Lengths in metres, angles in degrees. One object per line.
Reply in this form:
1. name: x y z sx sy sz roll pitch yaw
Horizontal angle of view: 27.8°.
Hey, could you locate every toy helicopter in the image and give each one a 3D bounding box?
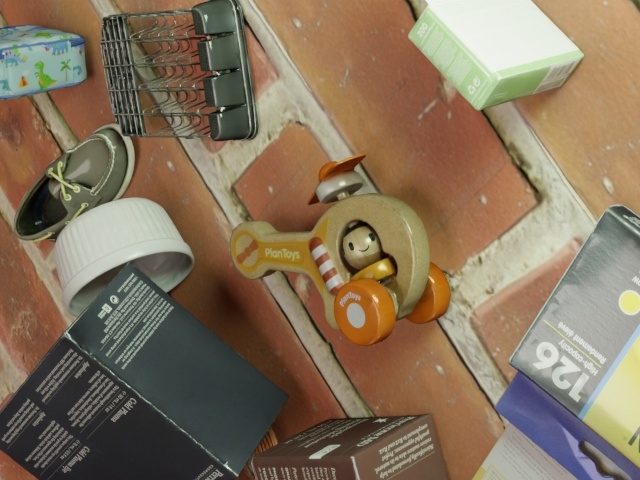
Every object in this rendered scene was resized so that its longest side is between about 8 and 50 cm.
1. toy helicopter: 0.000 0.000 1.714 0.355 0.140 0.235 3 104 46

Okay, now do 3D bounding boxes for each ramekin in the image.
1. ramekin: -0.307 0.023 1.969 0.207 0.207 0.109 -45 64 43

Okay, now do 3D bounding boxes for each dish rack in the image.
1. dish rack: -0.216 -0.243 1.879 0.271 0.074 0.208 5 107 45

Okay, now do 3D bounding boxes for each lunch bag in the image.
1. lunch bag: -0.492 -0.280 2.020 0.176 0.219 0.090 15 114 40

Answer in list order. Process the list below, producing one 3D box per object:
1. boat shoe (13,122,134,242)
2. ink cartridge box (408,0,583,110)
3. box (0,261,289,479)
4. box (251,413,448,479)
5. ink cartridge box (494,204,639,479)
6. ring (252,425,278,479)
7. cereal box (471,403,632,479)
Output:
1. boat shoe: -0.402 -0.085 2.095 0.305 0.091 0.109 -40 77 44
2. ink cartridge box: 0.161 -0.257 1.437 0.235 0.171 0.056 50 133 19
3. box: -0.279 0.261 1.924 0.312 0.179 0.343 42 134 -5
4. box: 0.047 0.343 1.763 0.203 0.168 0.167 -11 96 45
5. ink cartridge box: 0.364 0.169 1.432 0.303 0.072 0.307 39 114 26
6. ring: -0.172 0.334 2.070 0.336 0.032 0.337 17 115 40
7. cereal box: 0.298 0.283 1.587 0.173 0.047 0.240 44 129 23
